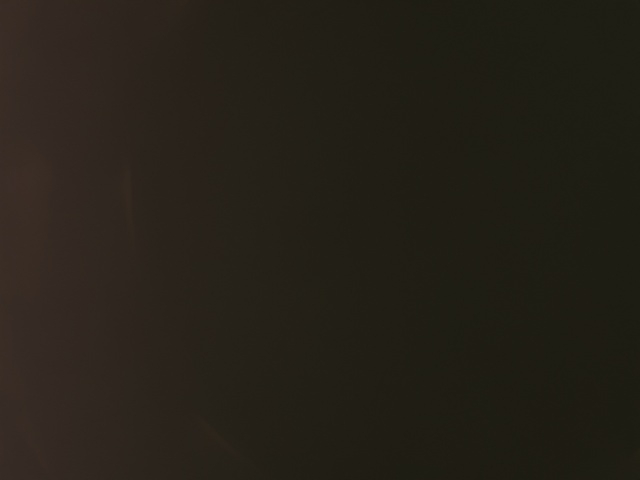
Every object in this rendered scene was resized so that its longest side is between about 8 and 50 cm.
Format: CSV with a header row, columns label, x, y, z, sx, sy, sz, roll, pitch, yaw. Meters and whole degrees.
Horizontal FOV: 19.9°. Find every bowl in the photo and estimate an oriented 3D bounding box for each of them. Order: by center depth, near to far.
label,x,y,z,sx,sy,sz,roll,pitch,yaw
bowl,0.000,0.000,0.338,0.134,0.298,0.297,-17,113,-65
